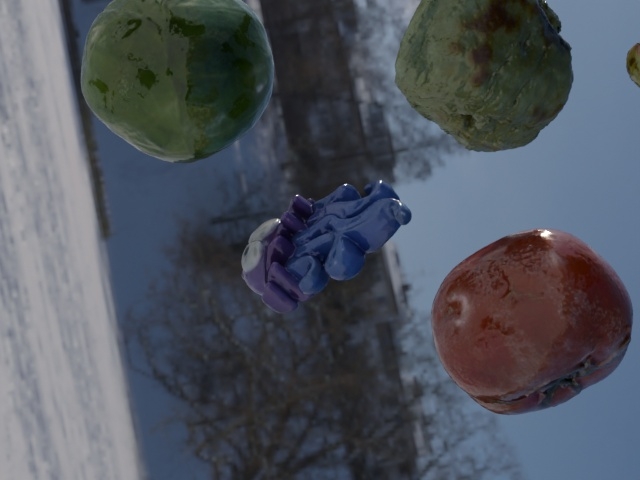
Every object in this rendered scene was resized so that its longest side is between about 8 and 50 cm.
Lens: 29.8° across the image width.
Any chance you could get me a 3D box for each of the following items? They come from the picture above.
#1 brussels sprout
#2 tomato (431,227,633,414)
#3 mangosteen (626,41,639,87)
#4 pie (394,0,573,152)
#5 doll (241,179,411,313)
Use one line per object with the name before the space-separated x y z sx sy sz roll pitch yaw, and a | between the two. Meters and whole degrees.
brussels sprout | -0.169 -0.209 1.427 0.244 0.244 0.244 169 -90 -82
tomato | 0.241 0.090 1.381 0.232 0.232 0.189 94 -24 -62
mangosteen | 0.414 -0.188 1.257 0.192 0.217 0.192 35 -5 3
pie | 0.197 -0.210 1.382 0.248 0.201 0.090 32 5 -36
doll | 0.000 0.000 0.941 0.206 0.067 0.110 -22 -146 46
